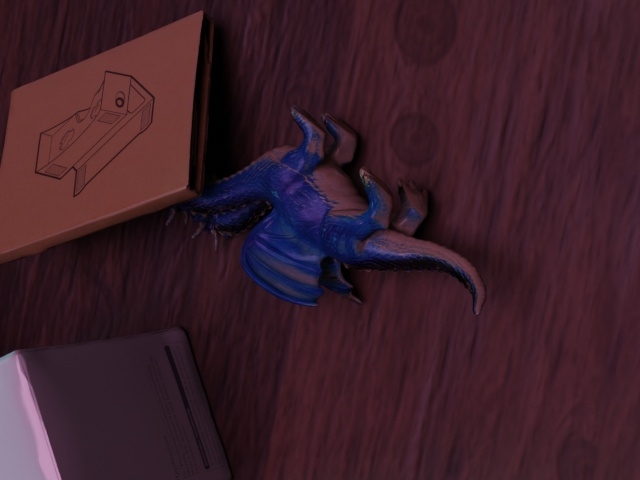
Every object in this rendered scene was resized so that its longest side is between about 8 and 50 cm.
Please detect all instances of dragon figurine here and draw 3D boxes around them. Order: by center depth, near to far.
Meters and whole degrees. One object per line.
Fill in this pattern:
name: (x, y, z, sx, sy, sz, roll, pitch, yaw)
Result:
dragon figurine: (0.000, 0.000, 1.082, 0.289, 0.085, 0.144, 42, 108, 23)

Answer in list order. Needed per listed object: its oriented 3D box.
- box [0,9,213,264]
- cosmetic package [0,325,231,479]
box: (-0.172, -0.080, 1.151, 0.201, 0.021, 0.164, -18, 55, 30)
cosmetic package: (-0.228, 0.170, 1.114, 0.224, 0.225, 0.138, -23, 81, 24)
